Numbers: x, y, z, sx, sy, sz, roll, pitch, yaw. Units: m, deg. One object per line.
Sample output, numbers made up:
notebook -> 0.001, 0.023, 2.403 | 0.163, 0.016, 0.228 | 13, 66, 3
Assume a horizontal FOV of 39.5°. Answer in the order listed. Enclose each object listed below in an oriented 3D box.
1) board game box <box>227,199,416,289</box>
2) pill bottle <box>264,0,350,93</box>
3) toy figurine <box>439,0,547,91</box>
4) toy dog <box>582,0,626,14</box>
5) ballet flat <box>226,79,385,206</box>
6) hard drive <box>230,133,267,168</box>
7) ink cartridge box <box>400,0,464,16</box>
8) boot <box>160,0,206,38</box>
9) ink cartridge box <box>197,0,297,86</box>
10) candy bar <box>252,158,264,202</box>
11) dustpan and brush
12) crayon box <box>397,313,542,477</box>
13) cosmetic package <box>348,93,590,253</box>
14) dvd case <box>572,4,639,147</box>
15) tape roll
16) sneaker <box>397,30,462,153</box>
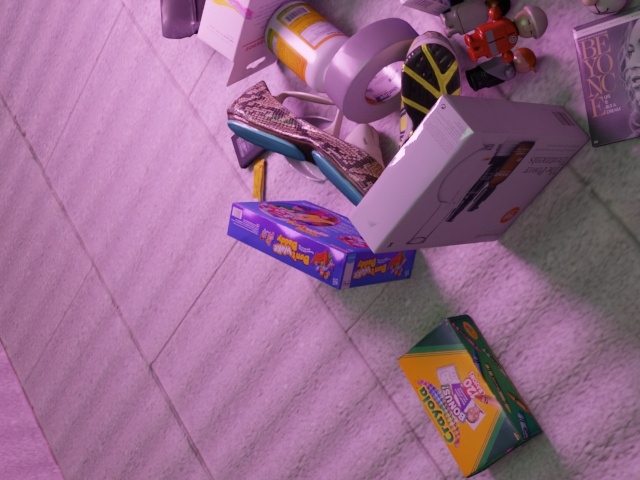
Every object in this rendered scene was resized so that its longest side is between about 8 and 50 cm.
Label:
board game box -> 0.000, 0.000, 1.929 | 0.347, 0.233, 0.078 | 24, 110, 40
pill bottle -> -0.002, -0.410, 1.960 | 0.245, 0.136, 0.136 | 46, 123, 30
toy figurine -> 0.313, -0.399, 1.618 | 0.148, 0.209, 0.213 | -22, 69, 4
toy dog -> 0.418, -0.541, 1.479 | 0.333, 0.161, 0.220 | 60, 149, 7
ballet flat -> 0.009, -0.219, 1.947 | 0.483, 0.164, 0.182 | 34, 81, 23
hard drive -> -0.164, -0.250, 2.201 | 0.135, 0.022, 0.094 | -35, 65, 40
ink cartridge box -> 0.194, -0.539, 1.718 | 0.045, 0.206, 0.208 | -23, 79, 36
boot -> -0.217, -0.704, 2.110 | 0.367, 0.146, 0.445 | 5, 109, 13
ink cartridge box -> -0.151, -0.537, 1.983 | 0.119, 0.207, 0.353 | 37, 134, 15
candy bar -> -0.154, -0.122, 2.209 | 0.040, 0.018, 0.161 | 9, 100, 52
dustpan and brush -> -0.066, -0.234, 2.088 | 0.211, 0.060, 0.147 | 25, 110, 39
crayon box -> 0.294, 0.309, 1.785 | 0.165, 0.081, 0.278 | -47, 63, 35
cosmetic package -> 0.268, -0.112, 1.568 | 0.284, 0.377, 0.097 | -51, 60, 34
dvd case -> 0.533, -0.287, 1.550 | 0.165, 0.018, 0.221 | -11, 86, 43
tape roll -> 0.118, -0.339, 1.797 | 0.072, 0.219, 0.219 | 53, 126, 26
sneaker -> 0.225, -0.228, 1.757 | 0.145, 0.147, 0.384 | 8, 127, 7
